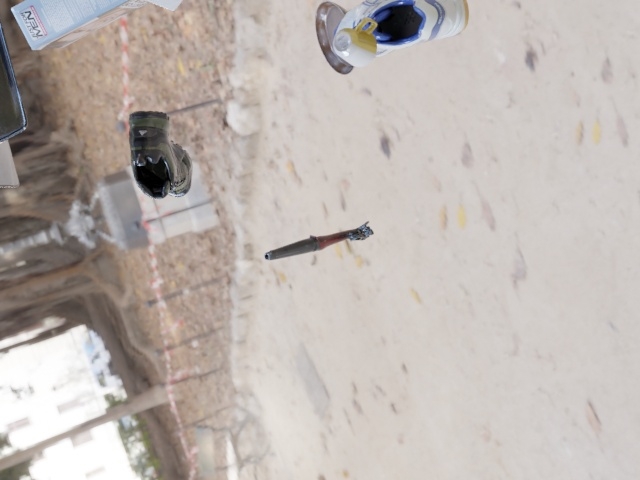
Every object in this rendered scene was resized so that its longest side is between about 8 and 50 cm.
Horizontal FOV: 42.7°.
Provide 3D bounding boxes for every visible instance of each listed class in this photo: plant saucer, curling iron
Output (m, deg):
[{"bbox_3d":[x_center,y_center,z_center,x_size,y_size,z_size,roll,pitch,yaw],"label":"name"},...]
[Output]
[{"bbox_3d":[0.043,-0.457,1.838,0.168,0.029,0.168,49,153,35],"label":"plant saucer"},{"bbox_3d":[0.000,0.000,1.631,0.068,0.274,0.035,-29,77,52],"label":"curling iron"}]

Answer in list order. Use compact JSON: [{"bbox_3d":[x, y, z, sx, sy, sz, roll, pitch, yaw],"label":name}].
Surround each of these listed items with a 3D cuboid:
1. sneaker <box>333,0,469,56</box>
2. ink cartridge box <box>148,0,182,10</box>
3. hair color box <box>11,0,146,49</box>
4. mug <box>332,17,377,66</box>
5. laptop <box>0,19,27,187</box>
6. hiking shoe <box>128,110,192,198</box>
[{"bbox_3d":[0.111,-0.387,1.450,0.296,0.131,0.112,-4,104,47],"label":"sneaker"},{"bbox_3d":[-0.377,-0.574,1.648,0.092,0.219,0.160,-41,62,29],"label":"ink cartridge box"},{"bbox_3d":[-0.530,-0.593,1.984,0.185,0.374,0.113,-65,-48,-73],"label":"hair color box"},{"bbox_3d":[0.054,-0.331,1.356,0.062,0.064,0.078,15,99,30],"label":"mug"},{"bbox_3d":[-0.431,-0.279,1.037,0.408,0.236,0.382,-25,-79,-83],"label":"laptop"},{"bbox_3d":[-0.263,-0.109,1.308,0.227,0.086,0.114,75,-162,-65],"label":"hiking shoe"}]
